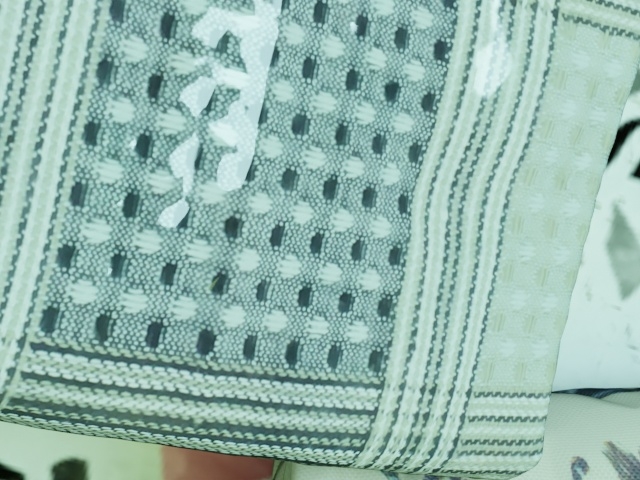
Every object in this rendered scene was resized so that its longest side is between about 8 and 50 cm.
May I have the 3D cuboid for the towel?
[{"bbox_3d":[-0.001,-0.092,0.421,0.312,0.056,0.324,15,91,-35],"label":"towel"}]

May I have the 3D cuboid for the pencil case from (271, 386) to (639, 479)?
[{"bbox_3d":[0.159,0.152,0.595,0.410,0.160,0.183,0,87,-9],"label":"pencil case"}]
